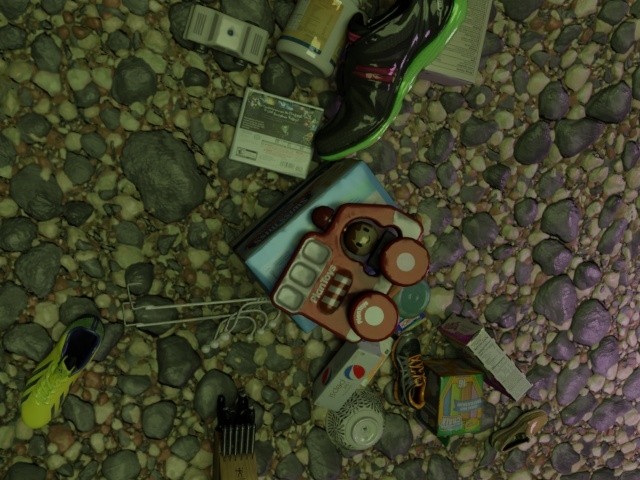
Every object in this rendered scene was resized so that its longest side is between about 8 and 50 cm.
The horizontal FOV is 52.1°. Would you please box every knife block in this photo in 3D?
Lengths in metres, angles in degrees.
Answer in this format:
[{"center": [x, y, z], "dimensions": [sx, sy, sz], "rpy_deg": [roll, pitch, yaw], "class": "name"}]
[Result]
[{"center": [-0.218, 0.514, 1.621], "dimensions": [0.088, 0.242, 0.276], "rpy_deg": [2, 143, -16], "class": "knife block"}]

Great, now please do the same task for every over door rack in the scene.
[{"center": [-0.276, 0.182, 1.454], "dimensions": [0.324, 0.239, 0.108], "rpy_deg": [8, 71, -18], "class": "over door rack"}]

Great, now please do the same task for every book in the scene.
[{"center": [0.120, 0.294, 1.706], "dimensions": [0.096, 0.035, 0.144], "rpy_deg": [40, 85, -17], "class": "book"}]

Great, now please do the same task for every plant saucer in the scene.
[{"center": [0.235, 0.145, 1.680], "dimensions": [0.119, 0.021, 0.119], "rpy_deg": [-3, 98, -21], "class": "plant saucer"}]

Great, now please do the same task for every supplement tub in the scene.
[{"center": [0.001, -0.488, 1.487], "dimensions": [0.144, 0.144, 0.200], "rpy_deg": [27, 90, -19], "class": "supplement tub"}]

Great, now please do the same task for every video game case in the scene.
[{"center": [-0.104, -0.251, 1.540], "dimensions": [0.190, 0.022, 0.173], "rpy_deg": [15, 94, -7], "class": "video game case"}]

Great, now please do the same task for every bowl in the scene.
[{"center": [0.104, 0.483, 1.705], "dimensions": [0.170, 0.080, 0.170], "rpy_deg": [-2, 99, -16], "class": "bowl"}]

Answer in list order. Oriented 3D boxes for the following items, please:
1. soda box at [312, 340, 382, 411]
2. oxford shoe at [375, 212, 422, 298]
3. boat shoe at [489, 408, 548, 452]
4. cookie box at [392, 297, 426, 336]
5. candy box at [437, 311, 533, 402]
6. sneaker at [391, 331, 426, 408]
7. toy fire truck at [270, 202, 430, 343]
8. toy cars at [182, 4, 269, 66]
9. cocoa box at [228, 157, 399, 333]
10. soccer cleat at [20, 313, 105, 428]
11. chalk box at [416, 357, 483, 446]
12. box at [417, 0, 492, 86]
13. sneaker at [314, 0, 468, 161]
[{"center": [0.063, 0.327, 1.626], "dimensions": [0.074, 0.069, 0.216], "rpy_deg": [24, 120, -20], "class": "soda box"}, {"center": [0.133, 0.080, 1.627], "dimensions": [0.132, 0.130, 0.364], "rpy_deg": [28, 90, -15], "class": "oxford shoe"}, {"center": [0.579, 0.551, 1.864], "dimensions": [0.190, 0.072, 0.068], "rpy_deg": [-30, 106, -11], "class": "boat shoe"}, {"center": [0.213, 0.182, 1.711], "dimensions": [0.092, 0.040, 0.107], "rpy_deg": [-30, 107, -12], "class": "cookie box"}, {"center": [0.435, 0.308, 1.737], "dimensions": [0.071, 0.159, 0.233], "rpy_deg": [-44, 107, -7], "class": "candy box"}, {"center": [0.241, 0.341, 1.712], "dimensions": [0.084, 0.083, 0.215], "rpy_deg": [-13, 108, -25], "class": "sneaker"}, {"center": [0.067, 0.054, 1.354], "dimensions": [0.254, 0.169, 0.302], "rpy_deg": [29, 90, -3], "class": "toy fire truck"}, {"center": [-0.257, -0.544, 1.429], "dimensions": [0.176, 0.087, 0.394], "rpy_deg": [-35, 107, -9], "class": "toy cars"}, {"center": [0.000, 0.000, 1.519], "dimensions": [0.347, 0.228, 0.231], "rpy_deg": [-41, 108, -7], "class": "cocoa box"}, {"center": [-0.577, 0.293, 1.445], "dimensions": [0.093, 0.121, 0.289], "rpy_deg": [33, 89, -19], "class": "soccer cleat"}, {"center": [0.342, 0.437, 1.744], "dimensions": [0.132, 0.132, 0.213], "rpy_deg": [-1, 100, -17], "class": "chalk box"}, {"center": [0.320, -0.544, 1.587], "dimensions": [0.148, 0.121, 0.311], "rpy_deg": [11, 95, -18], "class": "box"}, {"center": [0.118, -0.397, 1.470], "dimensions": [0.202, 0.185, 0.483], "rpy_deg": [29, 105, -21], "class": "sneaker"}]
